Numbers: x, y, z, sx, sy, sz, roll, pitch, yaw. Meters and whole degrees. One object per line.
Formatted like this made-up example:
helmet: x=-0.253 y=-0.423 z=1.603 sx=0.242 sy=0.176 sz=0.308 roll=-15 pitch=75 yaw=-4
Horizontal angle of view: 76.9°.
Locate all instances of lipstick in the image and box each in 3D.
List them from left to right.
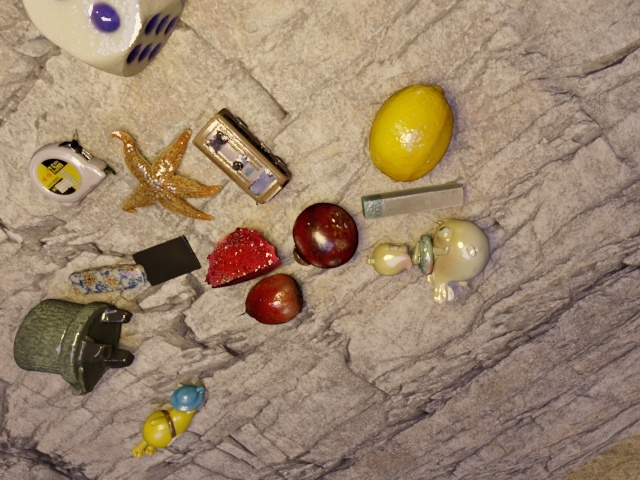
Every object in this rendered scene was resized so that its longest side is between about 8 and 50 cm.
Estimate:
lipstick: x=0.295 y=-0.129 z=1.309 sx=0.318 sy=0.068 sz=0.066 roll=-9 pitch=112 yaw=0

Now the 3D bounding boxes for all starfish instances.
starfish: x=-0.485 y=-0.177 z=1.223 sx=0.327 sy=0.094 sz=0.374 roll=-29 pitch=117 yaw=6

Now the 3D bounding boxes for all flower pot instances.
flower pot: x=-0.784 y=0.345 z=1.321 sx=0.283 sy=0.299 sz=0.298 roll=8 pitch=112 yaw=-1

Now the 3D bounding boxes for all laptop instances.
laptop: x=-0.519 y=0.070 z=1.369 sx=0.197 sy=0.016 sz=0.135 roll=-19 pitch=114 yaw=6

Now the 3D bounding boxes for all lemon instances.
lemon: x=0.255 y=-0.301 z=1.149 sx=0.236 sy=0.236 sz=0.262 roll=4 pitch=90 yaw=-6

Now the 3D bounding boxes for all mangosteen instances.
mangosteen: x=0.000 y=0.000 z=1.287 sx=0.215 sy=0.215 sz=0.257 roll=30 pitch=139 yaw=-15

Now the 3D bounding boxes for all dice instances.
dice: x=-0.508 y=-0.566 z=0.967 sx=0.251 sy=0.259 sz=0.243 roll=34 pitch=109 yaw=-18

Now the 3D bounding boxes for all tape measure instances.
tape measure: x=-0.744 y=-0.206 z=1.191 sx=0.196 sy=0.105 sz=0.178 roll=-32 pitch=119 yaw=11

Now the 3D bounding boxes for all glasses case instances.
glasses case: x=-0.711 y=0.128 z=1.350 sx=0.248 sy=0.065 sz=0.086 roll=-5 pitch=116 yaw=0

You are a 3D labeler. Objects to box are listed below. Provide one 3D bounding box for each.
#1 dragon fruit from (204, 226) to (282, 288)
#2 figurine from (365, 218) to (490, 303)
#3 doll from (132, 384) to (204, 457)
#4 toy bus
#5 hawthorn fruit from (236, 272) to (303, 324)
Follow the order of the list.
dragon fruit: x=-0.250 y=0.067 z=1.321 sx=0.262 sy=0.162 sz=0.189 roll=-23 pitch=142 yaw=9
figurine: x=0.347 y=0.072 z=1.327 sx=0.395 sy=0.226 sz=0.274 roll=-5 pitch=87 yaw=8
doll: x=-0.578 y=0.699 z=1.581 sx=0.363 sy=0.145 sz=0.199 roll=-47 pitch=148 yaw=6
toy bus: x=-0.221 y=-0.237 z=1.179 sx=0.139 sy=0.157 sz=0.289 roll=-41 pitch=110 yaw=13
hawthorn fruit: x=-0.175 y=0.206 z=1.361 sx=0.236 sy=0.181 sz=0.181 roll=-15 pitch=113 yaw=-2
